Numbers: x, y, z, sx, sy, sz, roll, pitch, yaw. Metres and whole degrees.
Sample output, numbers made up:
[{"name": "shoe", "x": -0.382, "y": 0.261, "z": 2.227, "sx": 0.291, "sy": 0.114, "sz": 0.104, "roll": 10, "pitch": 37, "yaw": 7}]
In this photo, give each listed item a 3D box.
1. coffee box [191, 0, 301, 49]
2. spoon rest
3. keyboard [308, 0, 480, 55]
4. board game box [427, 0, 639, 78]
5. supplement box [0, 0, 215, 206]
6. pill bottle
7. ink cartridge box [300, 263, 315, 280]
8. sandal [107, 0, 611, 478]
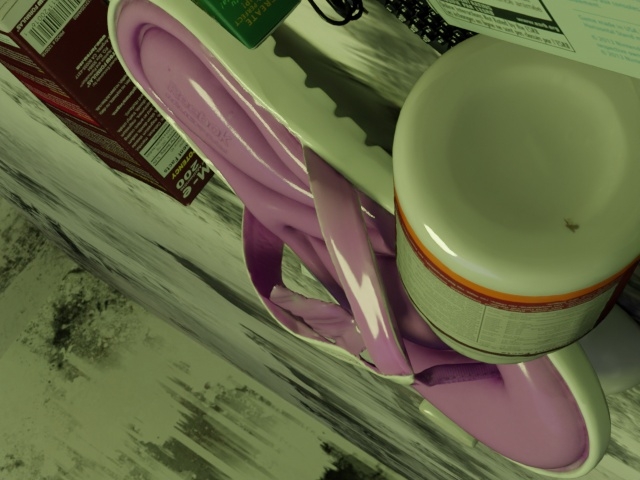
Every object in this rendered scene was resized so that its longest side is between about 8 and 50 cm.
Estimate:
[{"name": "coffee box", "x": -0.095, "y": -0.182, "z": 0.746, "sx": 0.184, "sy": 0.040, "sz": 0.113, "roll": 45, "pitch": 179, "yaw": -33}, {"name": "spoon rest", "x": 0.150, "y": 0.076, "z": 1.074, "sx": 0.137, "sy": 0.084, "sz": 0.276, "roll": 36, "pitch": 156, "yaw": -1}, {"name": "keyboard", "x": 0.008, "y": -0.132, "z": 0.698, "sx": 0.192, "sy": 0.038, "sz": 0.100, "roll": 40, "pitch": 169, "yaw": -11}, {"name": "board game box", "x": 0.056, "y": -0.152, "z": 0.314, "sx": 0.224, "sy": 0.097, "sz": 0.303, "roll": 24, "pitch": 165, "yaw": 44}, {"name": "supplement box", "x": -0.187, "y": -0.136, "z": 1.185, "sx": 0.130, "sy": 0.073, "sz": 0.239, "roll": 26, "pitch": 164, "yaw": 46}, {"name": "pill bottle", "x": 0.095, "y": -0.009, "z": 0.717, "sx": 0.121, "sy": 0.121, "sz": 0.221, "roll": 34, "pitch": 170, "yaw": 12}, {"name": "ink cartridge box", "x": 0.065, "y": 0.009, "z": 0.981, "sx": 0.207, "sy": 0.046, "sz": 0.097, "roll": 27, "pitch": 134, "yaw": 41}, {"name": "sandal", "x": -0.002, "y": 0.007, "z": 0.909, "sx": 0.416, "sy": 0.102, "sz": 0.169, "roll": 45, "pitch": 155, "yaw": 13}]
